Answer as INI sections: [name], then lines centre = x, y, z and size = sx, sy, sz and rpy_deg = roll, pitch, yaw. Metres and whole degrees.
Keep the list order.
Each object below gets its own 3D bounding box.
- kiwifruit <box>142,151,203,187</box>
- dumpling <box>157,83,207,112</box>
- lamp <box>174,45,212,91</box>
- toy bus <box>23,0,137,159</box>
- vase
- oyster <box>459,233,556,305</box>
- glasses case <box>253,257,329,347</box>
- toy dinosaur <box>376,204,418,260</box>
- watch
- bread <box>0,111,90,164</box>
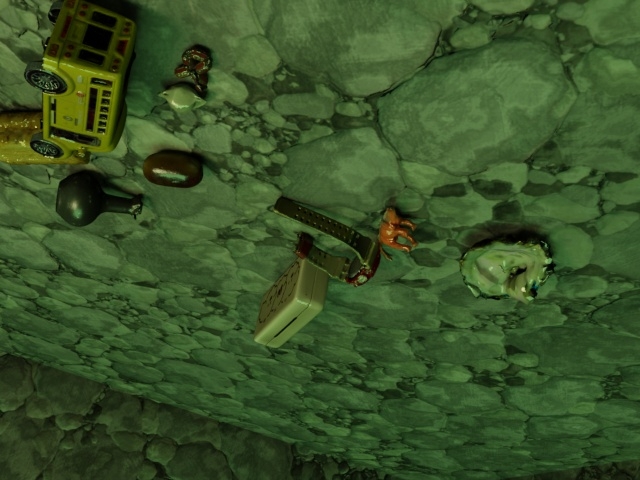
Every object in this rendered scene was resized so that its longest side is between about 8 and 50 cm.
[kiwifruit]
centre = -0.299, -0.142, 1.446
size = 0.124, 0.075, 0.075
rpy_deg = 3, 150, 4
[dumpling]
centre = -0.244, -0.255, 1.274
size = 0.076, 0.057, 0.052
rpy_deg = -22, 104, 6
[lamp]
centre = -0.209, -0.292, 1.204
size = 0.063, 0.031, 0.083
rpy_deg = 20, 144, -17
[toy bus]
centre = -0.400, -0.249, 1.205
size = 0.151, 0.145, 0.331
rpy_deg = 14, 156, -15
[vase]
centre = -0.486, -0.084, 1.581
size = 0.182, 0.120, 0.120
rpy_deg = 8, 153, -23
[oyster]
centre = 0.408, 0.063, 1.552
size = 0.198, 0.092, 0.260
rpy_deg = -4, 138, 24
[glasses case]
centre = -0.076, 0.158, 1.814
size = 0.076, 0.144, 0.336
rpy_deg = 19, 148, -15
[toy dinosaur]
centre = 0.160, -0.011, 1.534
size = 0.101, 0.055, 0.280
rpy_deg = 30, 155, 23
[watch]
centre = 0.004, 0.005, 1.588
size = 0.268, 0.102, 0.165
rpy_deg = 26, 151, -6
[bread]
centre = -0.561, -0.202, 1.420
size = 0.210, 0.084, 0.114
rpy_deg = 4, 155, 12
